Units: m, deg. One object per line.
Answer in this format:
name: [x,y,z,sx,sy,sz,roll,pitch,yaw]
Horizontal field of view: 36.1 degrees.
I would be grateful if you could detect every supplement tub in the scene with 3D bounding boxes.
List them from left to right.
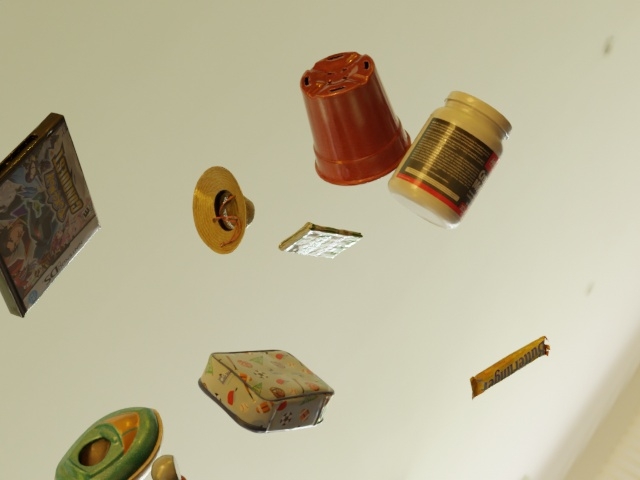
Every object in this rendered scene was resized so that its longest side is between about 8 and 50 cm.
supplement tub: [0.295,-0.181,2.234,0.272,0.191,0.191,-57,-29,-3]

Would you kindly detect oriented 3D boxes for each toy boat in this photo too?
toy boat: [-0.400,0.464,2.077,0.267,0.318,0.148,-48,-41,-33]

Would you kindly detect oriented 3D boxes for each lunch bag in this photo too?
lunch bag: [-0.126,0.346,2.318,0.303,0.243,0.115,8,-71,-51]

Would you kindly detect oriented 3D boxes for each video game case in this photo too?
video game case: [-0.495,-0.042,1.720,0.275,0.035,0.248,84,-150,-45]

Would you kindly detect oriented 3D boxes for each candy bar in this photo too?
candy bar: [0.294,0.195,1.529,0.161,0.018,0.040,-25,-62,-21]

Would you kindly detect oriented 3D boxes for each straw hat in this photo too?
straw hat: [-0.140,-0.048,1.573,0.061,0.144,0.145,-4,-61,-42]

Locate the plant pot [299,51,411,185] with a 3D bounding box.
plant pot: [0.076,-0.330,2.572,0.272,0.272,0.265,-45,-46,-27]

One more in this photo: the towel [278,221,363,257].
towel: [0.000,0.000,2.079,0.152,0.023,0.113,9,-30,-41]
